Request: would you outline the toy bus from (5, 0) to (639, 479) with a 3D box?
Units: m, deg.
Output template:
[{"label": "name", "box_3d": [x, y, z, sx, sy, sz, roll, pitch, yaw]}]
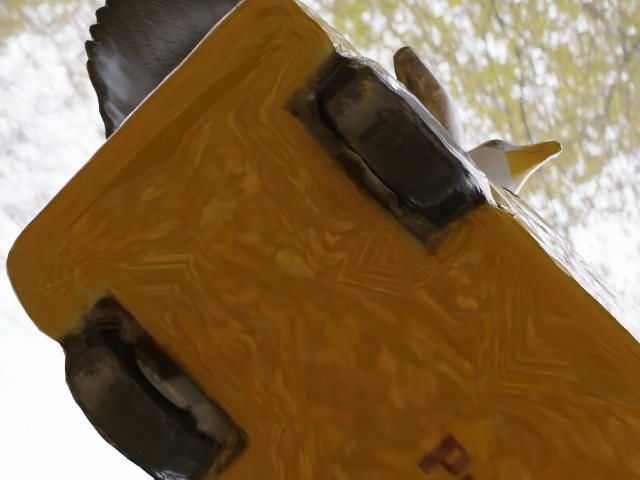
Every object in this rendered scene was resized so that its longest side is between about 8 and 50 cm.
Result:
[{"label": "toy bus", "box_3d": [0.076, 0.087, 0.438, 0.333, 0.130, 0.108, 45, -81, 8]}]

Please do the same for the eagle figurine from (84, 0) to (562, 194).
[{"label": "eagle figurine", "box_3d": [0.010, -0.002, 0.807, 0.298, 0.225, 0.226, 29, -67, 57]}]
